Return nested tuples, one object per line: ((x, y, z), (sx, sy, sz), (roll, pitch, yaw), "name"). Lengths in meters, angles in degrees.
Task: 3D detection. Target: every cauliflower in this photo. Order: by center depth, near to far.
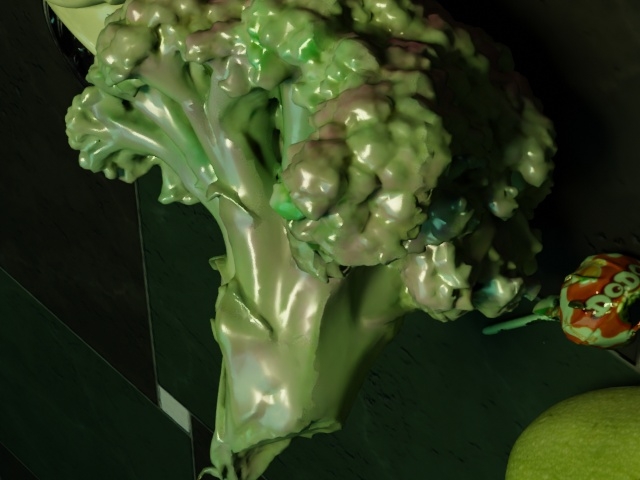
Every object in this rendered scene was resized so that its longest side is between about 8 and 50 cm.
((0.000, 0.000, 0.697), (0.239, 0.316, 0.256), (12, 177, 42), "cauliflower")

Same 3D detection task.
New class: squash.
((0.174, 0.139, 0.773), (0.123, 0.123, 0.186), (58, 154, -12), "squash")

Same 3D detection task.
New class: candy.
((0.131, 0.041, 0.800), (0.049, 0.055, 0.184), (56, 161, -2), "candy")

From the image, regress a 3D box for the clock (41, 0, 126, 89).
((-0.154, -0.254, 0.796), (0.379, 0.120, 0.276), (60, 156, -15), "clock")
